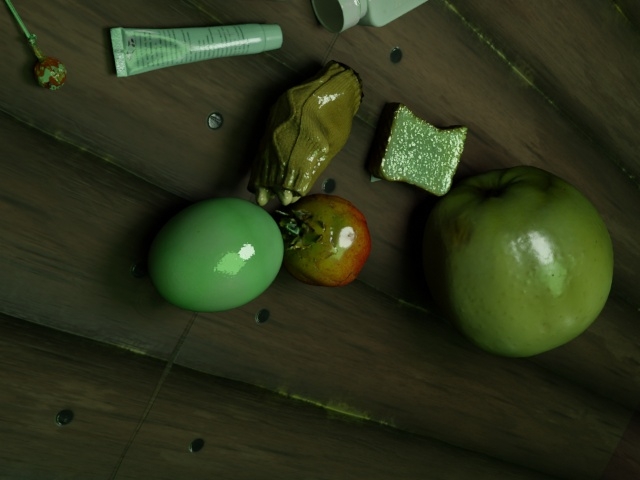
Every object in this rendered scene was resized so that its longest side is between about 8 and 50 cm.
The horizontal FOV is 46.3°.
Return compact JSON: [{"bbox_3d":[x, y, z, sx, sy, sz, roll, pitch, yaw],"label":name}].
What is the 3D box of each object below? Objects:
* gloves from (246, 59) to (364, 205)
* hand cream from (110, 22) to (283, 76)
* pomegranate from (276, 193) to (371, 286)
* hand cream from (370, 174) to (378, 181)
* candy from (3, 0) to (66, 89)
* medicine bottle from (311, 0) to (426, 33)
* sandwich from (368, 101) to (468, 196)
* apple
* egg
[{"bbox_3d":[-0.037,-0.210,1.523,0.203,0.155,0.356,95,20,-63],"label":"gloves"},{"bbox_3d":[-0.223,-0.366,1.397,0.331,0.058,0.085,-16,118,-31],"label":"hand cream"},{"bbox_3d":[0.000,0.000,1.607,0.235,0.210,0.210,20,95,-52],"label":"pomegranate"},{"bbox_3d":[0.214,-0.176,1.809,0.216,0.038,0.052,-7,87,-28],"label":"hand cream"},{"bbox_3d":[-0.481,-0.335,1.240,0.055,0.049,0.184,-55,130,-45],"label":"candy"},{"bbox_3d":[0.126,-0.539,1.554,0.296,0.111,0.161,-36,124,-22],"label":"medicine bottle"},{"bbox_3d":[0.227,-0.211,1.754,0.215,0.065,0.186,17,91,-28],"label":"sandwich"},{"bbox_3d":[0.474,0.044,1.826,0.474,0.473,0.473,-14,115,-32],"label":"apple"},{"bbox_3d":[-0.203,0.028,1.459,0.270,0.220,0.220,-15,116,-24],"label":"egg"}]
